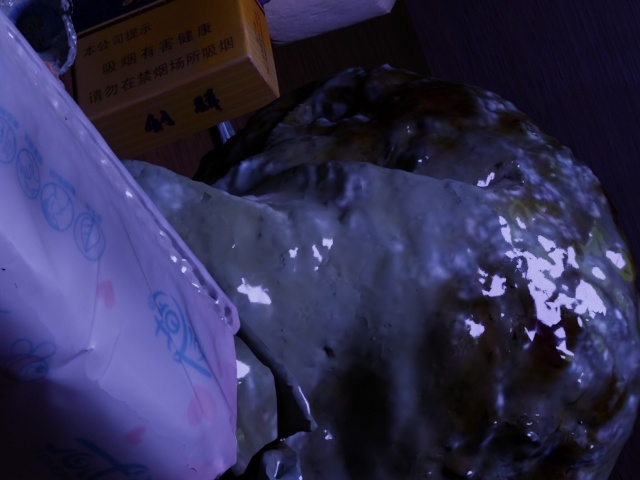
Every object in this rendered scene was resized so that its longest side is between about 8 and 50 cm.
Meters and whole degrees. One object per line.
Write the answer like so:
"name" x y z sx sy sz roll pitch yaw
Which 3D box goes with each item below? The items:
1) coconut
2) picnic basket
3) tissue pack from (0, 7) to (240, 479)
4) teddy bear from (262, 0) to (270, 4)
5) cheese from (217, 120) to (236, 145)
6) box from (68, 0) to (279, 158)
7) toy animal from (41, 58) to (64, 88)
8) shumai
"coconut" -0.001 -0.359 1.758 0.239 0.244 0.239 -21 90 -75
"picnic basket" -0.207 -0.154 1.067 0.083 0.065 0.083 156 -77 -82
"tissue pack" -0.176 0.018 0.641 0.271 0.201 0.124 55 32 -45
"teddy bear" -0.139 -0.299 1.417 0.171 0.144 0.251 22 56 -24
"cheese" -0.106 -0.143 1.498 0.067 0.026 0.121 -42 111 -75
"box" -0.127 -0.195 1.232 0.070 0.152 0.237 50 25 -55
"toy animal" -0.238 -0.108 0.802 0.184 0.104 0.185 -78 150 -53
"shumai" -0.048 0.060 0.910 0.348 0.395 0.395 8 59 -46
